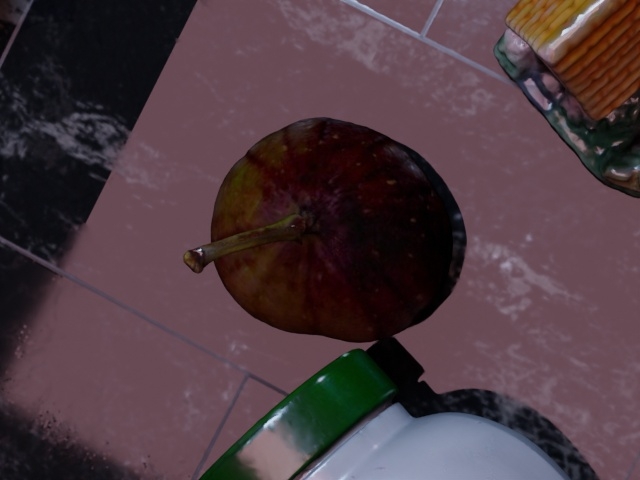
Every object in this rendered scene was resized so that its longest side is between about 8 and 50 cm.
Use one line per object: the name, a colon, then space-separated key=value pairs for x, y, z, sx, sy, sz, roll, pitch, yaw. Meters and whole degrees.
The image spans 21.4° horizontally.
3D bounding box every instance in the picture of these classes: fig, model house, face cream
fig: x=0.008 y=-0.014 z=1.371 sx=0.203 sy=0.249 sz=0.186 roll=26 pitch=84 yaw=7
model house: x=0.270 y=-0.148 z=1.334 sx=0.202 sy=0.237 sz=0.237 roll=-39 pitch=84 yaw=5
face cream: x=0.074 y=0.284 z=1.374 sx=0.312 sy=0.219 sz=0.357 roll=-44 pitch=80 yaw=8
